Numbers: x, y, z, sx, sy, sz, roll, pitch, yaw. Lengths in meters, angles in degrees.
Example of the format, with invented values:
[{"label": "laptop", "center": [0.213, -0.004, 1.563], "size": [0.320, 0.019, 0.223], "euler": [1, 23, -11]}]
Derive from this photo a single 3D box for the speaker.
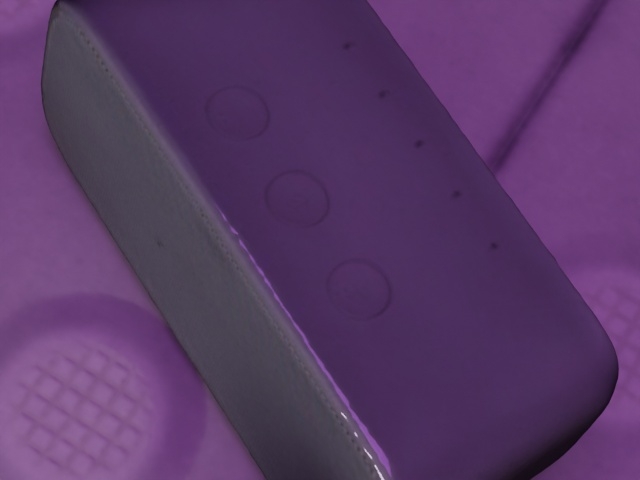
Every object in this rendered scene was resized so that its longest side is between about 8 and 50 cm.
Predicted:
[{"label": "speaker", "center": [0.000, 0.000, 1.185], "size": [0.184, 0.183, 0.406], "euler": [-27, 72, -22]}]
